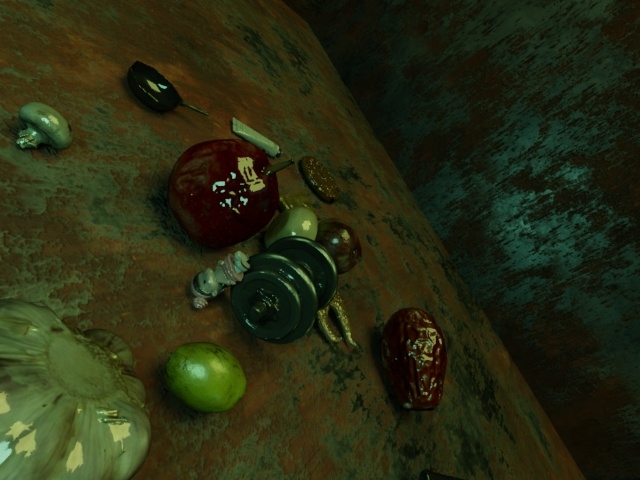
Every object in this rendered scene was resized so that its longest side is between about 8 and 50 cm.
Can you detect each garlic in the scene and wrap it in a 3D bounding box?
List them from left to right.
[{"bbox_3d":[-0.293,0.178,0.423,0.245,0.160,0.245,46,5,-6],"label":"garlic"}]

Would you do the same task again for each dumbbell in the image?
[{"bbox_3d":[-0.071,0.097,0.869,0.192,0.192,0.290,56,25,-1],"label":"dumbbell"}]

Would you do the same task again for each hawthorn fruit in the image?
[{"bbox_3d":[-0.174,-0.115,0.869,0.210,0.266,0.230,44,24,-69],"label":"hawthorn fruit"}]

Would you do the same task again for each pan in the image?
[{"bbox_3d":[-0.380,-0.341,1.009,0.202,0.048,0.128,40,30,-28],"label":"pan"}]

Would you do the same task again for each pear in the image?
[{"bbox_3d":[-0.179,0.209,0.642,0.131,0.107,0.107,41,27,-8],"label":"pear"}]

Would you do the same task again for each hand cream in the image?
[{"bbox_3d":[-0.204,-0.323,1.327,0.195,0.042,0.067,27,46,-39],"label":"hand cream"}]

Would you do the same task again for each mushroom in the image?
[{"bbox_3d":[-0.451,-0.176,0.667,0.085,0.085,0.079,44,62,-25],"label":"mushroom"}]

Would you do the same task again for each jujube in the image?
[{"bbox_3d":[0.278,0.344,1.211,0.197,0.197,0.289,29,51,-45],"label":"jujube"}]

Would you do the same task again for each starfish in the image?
[{"bbox_3d":[0.015,0.130,1.146,0.299,0.060,0.302,44,26,-19],"label":"starfish"}]

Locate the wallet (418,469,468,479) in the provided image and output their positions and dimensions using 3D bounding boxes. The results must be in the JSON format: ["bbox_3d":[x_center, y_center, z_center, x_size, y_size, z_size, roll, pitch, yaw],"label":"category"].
[{"bbox_3d":[0.330,0.685,1.030,0.321,0.044,0.170,36,51,-38],"label":"wallet"}]

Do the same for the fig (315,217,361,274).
[{"bbox_3d":[0.015,-0.008,1.135,0.231,0.143,0.160,45,-1,39],"label":"fig"}]

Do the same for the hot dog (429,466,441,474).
[{"bbox_3d":[0.305,0.638,1.084,0.058,0.035,0.083,52,25,-2],"label":"hot dog"}]

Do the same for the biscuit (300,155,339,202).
[{"bbox_3d":[-0.003,-0.235,1.583,0.212,0.036,0.212,41,28,-27],"label":"biscuit"}]

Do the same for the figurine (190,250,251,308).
[{"bbox_3d":[-0.185,0.074,0.771,0.054,0.129,0.072,43,21,-56],"label":"figurine"}]

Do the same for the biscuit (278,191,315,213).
[{"bbox_3d":[-0.056,-0.077,1.291,0.174,0.039,0.183,56,25,2],"label":"biscuit"}]

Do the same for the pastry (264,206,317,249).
[{"bbox_3d":[-0.075,-0.021,1.051,0.092,0.157,0.156,40,29,-30],"label":"pastry"}]
